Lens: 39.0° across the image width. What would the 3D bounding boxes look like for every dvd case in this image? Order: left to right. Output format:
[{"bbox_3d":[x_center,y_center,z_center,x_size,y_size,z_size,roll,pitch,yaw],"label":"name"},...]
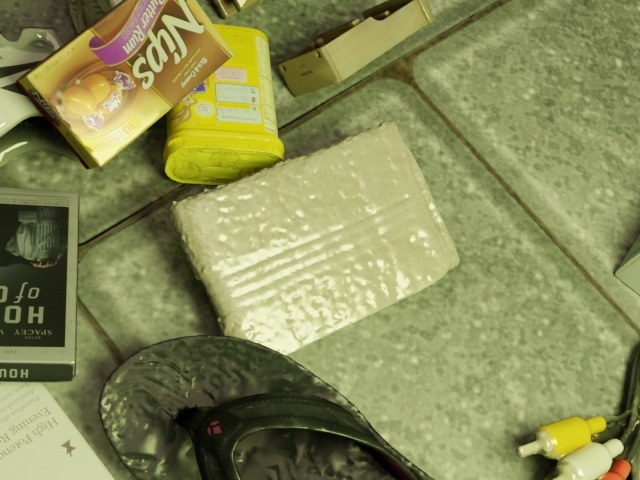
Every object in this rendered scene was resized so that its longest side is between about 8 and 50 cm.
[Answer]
[{"bbox_3d":[-0.307,0.029,0.800,0.179,0.030,0.239,3,37,-17],"label":"dvd case"}]

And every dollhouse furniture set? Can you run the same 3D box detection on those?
[{"bbox_3d":[-0.006,-0.314,1.028,0.161,0.212,0.242,-38,108,-28],"label":"dollhouse furniture set"}]

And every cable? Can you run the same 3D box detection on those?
[{"bbox_3d":[0.328,0.204,0.942,0.287,0.072,0.139,-30,81,-28],"label":"cable"}]

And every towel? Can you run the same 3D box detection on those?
[{"bbox_3d":[0.000,0.000,0.933,0.282,0.049,0.187,-22,87,-25],"label":"towel"}]

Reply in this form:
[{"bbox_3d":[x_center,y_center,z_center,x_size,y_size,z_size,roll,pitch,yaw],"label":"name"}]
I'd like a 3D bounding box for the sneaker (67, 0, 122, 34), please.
[{"bbox_3d":[-0.217,-0.330,1.016,0.148,0.131,0.350,-15,73,-30],"label":"sneaker"}]

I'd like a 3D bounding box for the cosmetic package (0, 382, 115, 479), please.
[{"bbox_3d":[-0.238,0.216,0.749,0.117,0.085,0.231,-36,77,-30],"label":"cosmetic package"}]

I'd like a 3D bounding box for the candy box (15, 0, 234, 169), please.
[{"bbox_3d":[-0.187,-0.169,0.885,0.186,0.053,0.109,-44,112,-21],"label":"candy box"}]

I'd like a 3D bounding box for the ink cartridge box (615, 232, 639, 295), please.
[{"bbox_3d":[0.474,0.002,1.084,0.153,0.087,0.208,39,60,5],"label":"ink cartridge box"}]

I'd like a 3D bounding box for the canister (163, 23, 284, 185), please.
[{"bbox_3d":[-0.109,-0.151,0.987,0.126,0.073,0.170,2,62,-17],"label":"canister"}]

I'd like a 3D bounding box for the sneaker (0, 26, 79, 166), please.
[{"bbox_3d":[-0.372,-0.126,0.860,0.330,0.122,0.146,-5,68,-23],"label":"sneaker"}]

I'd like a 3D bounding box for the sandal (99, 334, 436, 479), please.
[{"bbox_3d":[0.011,0.217,0.793,0.445,0.107,0.168,31,73,2],"label":"sandal"}]
